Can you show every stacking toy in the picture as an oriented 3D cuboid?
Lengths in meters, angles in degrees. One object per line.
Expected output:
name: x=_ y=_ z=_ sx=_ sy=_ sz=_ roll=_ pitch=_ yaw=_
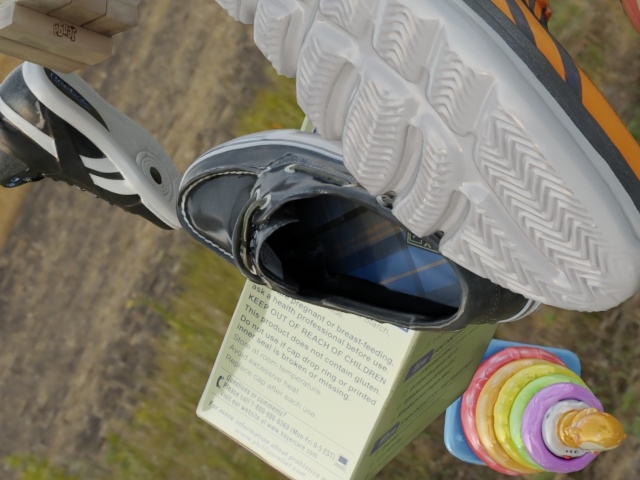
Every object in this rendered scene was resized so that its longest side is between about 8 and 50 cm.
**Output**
stacking toy: x=0.278 y=0.214 z=1.556 sx=0.302 sy=0.175 sz=0.165 roll=-178 pitch=97 yaw=-75

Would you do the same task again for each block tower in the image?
block tower: x=-0.187 y=-0.304 z=0.998 sx=0.091 sy=0.097 sz=0.335 roll=-10 pitch=73 yaw=43

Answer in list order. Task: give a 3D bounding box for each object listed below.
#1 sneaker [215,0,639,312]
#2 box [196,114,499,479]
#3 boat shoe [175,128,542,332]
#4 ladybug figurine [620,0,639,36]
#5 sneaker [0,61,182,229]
sneaker: x=0.053 y=-0.132 z=0.525 sx=0.180 sy=0.321 sz=0.124 roll=-37 pitch=-10 yaw=-25
box: x=0.053 y=0.014 z=0.863 sx=0.213 sy=0.117 sz=0.243 roll=-29 pitch=-34 yaw=-57
boat shoe: x=0.000 y=0.000 z=0.631 sx=0.228 sy=0.076 sz=0.080 roll=18 pitch=115 yaw=38
ladybug figurine: x=0.353 y=-0.190 z=1.012 sx=0.162 sy=0.305 sz=0.449 roll=-59 pitch=-16 yaw=18
sneaker: x=-0.227 y=-0.070 z=1.215 sx=0.121 sy=0.217 sz=0.079 roll=-31 pitch=31 yaw=22
